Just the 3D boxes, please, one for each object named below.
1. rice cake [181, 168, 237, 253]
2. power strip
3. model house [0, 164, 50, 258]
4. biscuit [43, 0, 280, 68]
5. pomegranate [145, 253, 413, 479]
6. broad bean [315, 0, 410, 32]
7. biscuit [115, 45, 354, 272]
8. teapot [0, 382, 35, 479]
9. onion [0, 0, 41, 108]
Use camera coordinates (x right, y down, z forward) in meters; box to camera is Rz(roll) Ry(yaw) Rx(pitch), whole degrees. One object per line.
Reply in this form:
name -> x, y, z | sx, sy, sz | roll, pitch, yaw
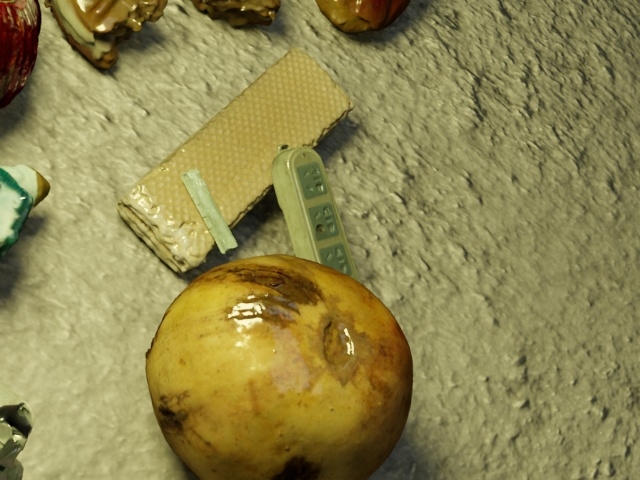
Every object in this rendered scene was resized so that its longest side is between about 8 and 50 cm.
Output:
rice cake -> -0.145, -0.038, 1.746 | 0.022, 0.021, 0.121 | -18, 76, -49
power strip -> -0.002, 0.000, 1.845 | 0.080, 0.048, 0.286 | -15, 87, -46
model house -> -0.442, -0.034, 1.578 | 0.291, 0.184, 0.253 | -6, 60, -50
biscuit -> -0.243, -0.398, 1.941 | 0.366, 0.115, 0.268 | -17, 73, -40
pomegranate -> -0.050, 0.167, 1.612 | 0.322, 0.322, 0.322 | 16, 55, -24
broad bean -> 0.073, -0.414, 2.149 | 0.228, 0.122, 0.156 | -42, 115, -35
biscuit -> -0.109, -0.118, 1.880 | 0.144, 0.078, 0.426 | 46, 50, -2
teapot -> -0.416, 0.222, 1.390 | 0.178, 0.221, 0.163 | 43, 50, 14
onion -> -0.443, -0.254, 1.668 | 0.207, 0.216, 0.206 | 54, 24, 10
